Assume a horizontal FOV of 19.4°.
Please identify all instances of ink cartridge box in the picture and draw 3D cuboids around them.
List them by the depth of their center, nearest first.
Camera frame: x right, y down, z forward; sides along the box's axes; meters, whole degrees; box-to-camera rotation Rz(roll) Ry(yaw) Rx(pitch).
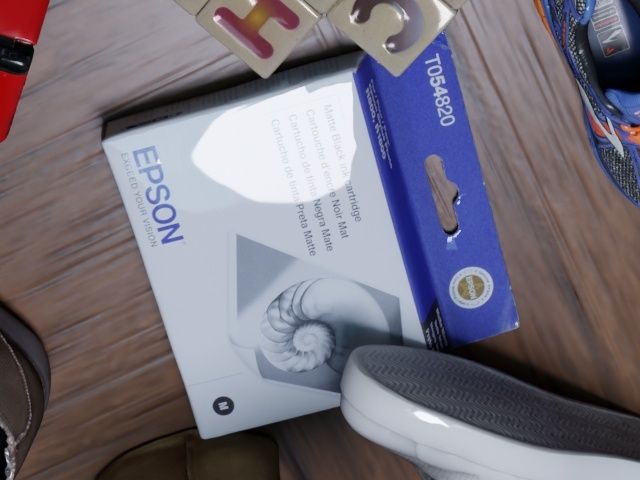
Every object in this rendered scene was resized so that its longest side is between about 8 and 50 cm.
[{"bbox_3d":[0.000,0.000,1.184,0.224,0.045,0.223,-16,113,2],"label":"ink cartridge box"}]

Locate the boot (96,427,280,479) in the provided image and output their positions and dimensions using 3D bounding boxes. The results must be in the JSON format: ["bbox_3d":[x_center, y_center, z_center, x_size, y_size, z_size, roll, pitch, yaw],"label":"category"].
[{"bbox_3d":[-0.030,0.185,1.137,0.236,0.269,0.089,-15,111,0],"label":"boot"}]

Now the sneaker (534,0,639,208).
[{"bbox_3d":[0.195,-0.086,1.142,0.083,0.087,0.221,-31,111,9],"label":"sneaker"}]

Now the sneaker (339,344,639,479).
[{"bbox_3d":[0.107,0.177,1.207,0.292,0.108,0.169,21,111,-30],"label":"sneaker"}]

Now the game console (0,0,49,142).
[{"bbox_3d":[-0.240,-0.140,1.125,0.144,0.085,0.124,17,141,-11],"label":"game console"}]

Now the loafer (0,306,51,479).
[{"bbox_3d":[-0.301,0.042,1.096,0.366,0.130,0.134,31,107,-30],"label":"loafer"}]

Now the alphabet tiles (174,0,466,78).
[{"bbox_3d":[-0.033,-0.257,1.035,0.342,0.011,0.285,40,120,-8],"label":"alphabet tiles"}]
